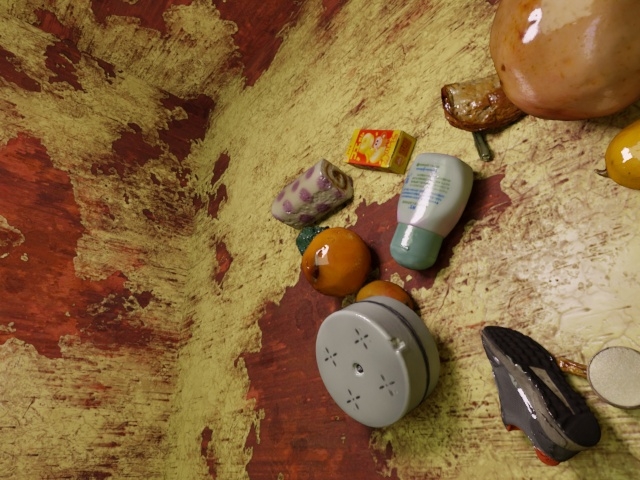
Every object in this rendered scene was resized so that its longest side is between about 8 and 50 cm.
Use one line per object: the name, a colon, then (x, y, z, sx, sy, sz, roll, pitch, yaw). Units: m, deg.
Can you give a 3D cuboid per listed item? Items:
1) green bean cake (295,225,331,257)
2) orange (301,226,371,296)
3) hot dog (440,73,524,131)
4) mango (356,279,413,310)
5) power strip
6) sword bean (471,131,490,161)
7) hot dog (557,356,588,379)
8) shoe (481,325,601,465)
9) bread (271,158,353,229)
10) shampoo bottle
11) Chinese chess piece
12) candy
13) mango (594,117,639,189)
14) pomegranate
green bean cake: (0.000, 0.000, 1.733, 0.193, 0.107, 0.208, -57, 37, 19)
orange: (0.054, 0.074, 1.520, 0.246, 0.246, 0.246, -26, 55, 44)
hot dog: (0.490, -0.411, 1.274, 0.259, 0.114, 0.175, -8, 58, 18)
mango: (0.198, 0.199, 1.372, 0.221, 0.120, 0.151, 32, 101, 55)
power strip: (0.148, 0.340, 1.240, 0.357, 0.161, 0.357, 15, 112, 42)
sword bean: (0.479, -0.353, 1.338, 0.043, 0.038, 0.269, 120, 151, -58)
hot dog: (0.558, 0.279, 0.945, 0.090, 0.034, 0.030, 11, 83, 54)
shoe: (0.458, 0.350, 0.984, 0.336, 0.132, 0.171, -110, 28, -55)
bread: (-0.040, -0.176, 1.795, 0.338, 0.187, 0.155, -29, 45, 41)
shampoo bottle: (0.321, -0.079, 1.318, 0.222, 0.151, 0.349, 19, 89, 48)
Chinese chess piece: (0.600, 0.272, 0.865, 0.122, 0.051, 0.122, -17, 62, 35)
candy: (0.213, -0.335, 1.627, 0.276, 0.088, 0.146, 19, 91, 53)
mango: (0.734, -0.194, 0.878, 0.317, 0.119, 0.176, -12, 62, 40)
pomegranate: (0.588, -0.464, 0.959, 0.411, 0.411, 0.411, -26, 55, 44)
